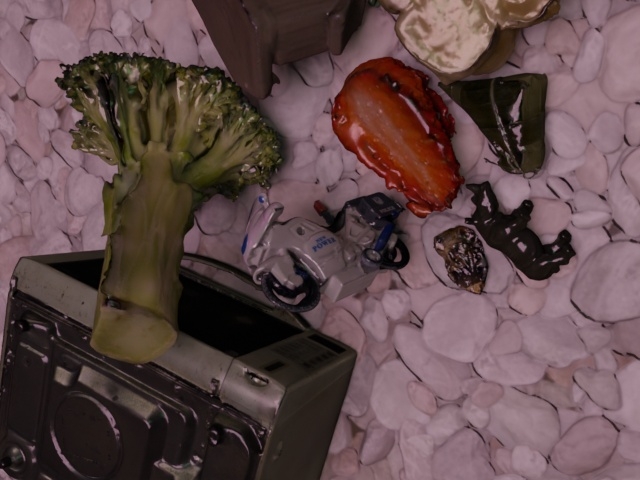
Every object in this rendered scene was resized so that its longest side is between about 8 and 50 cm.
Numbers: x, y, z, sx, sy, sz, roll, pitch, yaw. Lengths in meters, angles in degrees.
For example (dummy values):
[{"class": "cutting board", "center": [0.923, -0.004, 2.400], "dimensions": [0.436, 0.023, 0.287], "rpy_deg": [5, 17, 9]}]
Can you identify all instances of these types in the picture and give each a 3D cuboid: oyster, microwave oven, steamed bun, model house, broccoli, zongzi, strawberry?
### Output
[{"class": "oyster", "center": [0.164, 0.024, 0.790], "dimensions": [0.054, 0.019, 0.083], "rpy_deg": [-27, 87, 27]}, {"class": "microwave oven", "center": [-0.201, 0.210, 0.881], "dimensions": [0.394, 0.247, 0.333], "rpy_deg": [22, 107, 22]}, {"class": "steamed bun", "center": [0.147, -0.270, 0.701], "dimensions": [0.192, 0.106, 0.177], "rpy_deg": [45, 112, 3]}, {"class": "model house", "center": [-0.048, -0.296, 0.778], "dimensions": [0.188, 0.122, 0.229], "rpy_deg": [-28, 78, -8]}, {"class": "broccoli", "center": [-0.170, -0.037, 0.791], "dimensions": [0.221, 0.252, 0.362], "rpy_deg": [-25, 64, 25]}, {"class": "zongzi", "center": [0.182, -0.121, 0.741], "dimensions": [0.119, 0.055, 0.109], "rpy_deg": [4, 103, 38]}, {"class": "strawberry", "center": [0.095, -0.118, 0.775], "dimensions": [0.188, 0.082, 0.121], "rpy_deg": [54, 137, -2]}]

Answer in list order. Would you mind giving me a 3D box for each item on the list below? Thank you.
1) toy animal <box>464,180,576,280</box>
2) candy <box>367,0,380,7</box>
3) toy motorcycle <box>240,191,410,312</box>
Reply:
[{"class": "toy animal", "center": [0.207, -0.014, 0.748], "dimensions": [0.135, 0.047, 0.065], "rpy_deg": [43, 123, 8]}, {"class": "candy", "center": [0.119, -0.367, 0.727], "dimensions": [0.077, 0.073, 0.262], "rpy_deg": [51, 125, 30]}, {"class": "toy motorcycle", "center": [0.000, 0.000, 0.765], "dimensions": [0.150, 0.221, 0.102], "rpy_deg": [46, 133, 26]}]
